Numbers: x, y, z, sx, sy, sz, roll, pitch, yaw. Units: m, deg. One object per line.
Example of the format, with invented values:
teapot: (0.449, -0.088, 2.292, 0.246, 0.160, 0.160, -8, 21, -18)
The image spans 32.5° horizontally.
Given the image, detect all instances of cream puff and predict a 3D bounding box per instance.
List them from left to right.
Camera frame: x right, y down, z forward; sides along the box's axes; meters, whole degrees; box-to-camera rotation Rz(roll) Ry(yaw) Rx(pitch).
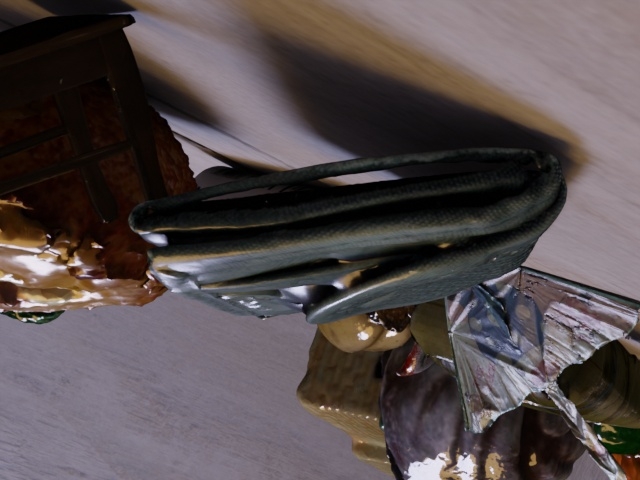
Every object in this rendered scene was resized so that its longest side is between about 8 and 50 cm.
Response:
cream puff: (-0.267, -0.054, 0.980, 0.351, 0.228, 0.350, 1, 166, 0)

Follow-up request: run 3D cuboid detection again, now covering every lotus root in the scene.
lotus root: (0.070, 0.077, 1.431, 0.155, 0.140, 0.257, -9, 179, -12)

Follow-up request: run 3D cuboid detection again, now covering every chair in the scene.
chair: (-0.227, -0.122, 0.690, 0.186, 0.319, 0.160, -24, -159, -25)

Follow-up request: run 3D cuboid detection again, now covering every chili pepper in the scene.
chili pepper: (0.147, 0.113, 1.370, 0.050, 0.153, 0.041, 30, -174, -14)

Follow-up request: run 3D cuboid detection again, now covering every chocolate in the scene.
chocolate: (0.250, 0.218, 1.446, 0.303, 0.303, 0.213, 25, 155, -21)

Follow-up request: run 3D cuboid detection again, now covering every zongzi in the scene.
zongzi: (0.257, 0.142, 1.291, 0.251, 0.125, 0.274, 18, 171, 44)

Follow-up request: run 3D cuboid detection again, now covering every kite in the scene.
kite: (0.218, 0.127, 1.113, 0.314, 0.011, 0.335, 52, 145, 9)

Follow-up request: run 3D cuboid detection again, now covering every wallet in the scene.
wallet: (0.033, 0.012, 0.731, 0.237, 0.075, 0.342, -10, 171, 4)

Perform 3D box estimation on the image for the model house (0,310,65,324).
model house: (-0.466, -0.051, 1.536, 0.243, 0.298, 0.284, 21, 175, 17)

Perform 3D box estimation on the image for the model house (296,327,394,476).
model house: (0.212, 0.257, 1.935, 0.343, 0.334, 0.382, 5, 159, 42)

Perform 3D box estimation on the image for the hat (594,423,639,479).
hat: (0.540, 0.326, 1.560, 0.400, 0.285, 0.285, 44, 165, -31)

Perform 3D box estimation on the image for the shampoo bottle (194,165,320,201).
shampoo bottle: (-0.029, -0.014, 1.140, 0.092, 0.092, 0.303, 27, 175, -39)
